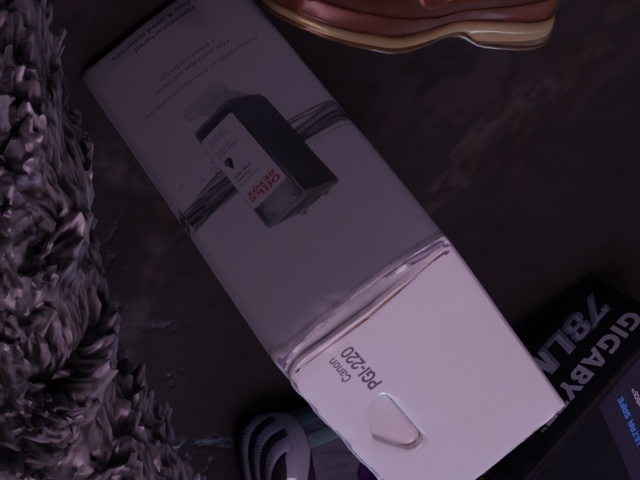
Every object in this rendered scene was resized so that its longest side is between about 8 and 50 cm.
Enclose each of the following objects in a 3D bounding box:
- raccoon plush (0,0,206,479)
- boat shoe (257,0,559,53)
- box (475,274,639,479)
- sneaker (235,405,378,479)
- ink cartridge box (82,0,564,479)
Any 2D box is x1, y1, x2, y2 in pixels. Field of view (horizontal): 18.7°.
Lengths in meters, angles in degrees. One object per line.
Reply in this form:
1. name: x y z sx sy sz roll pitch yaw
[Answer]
1. raccoon plush: -0.093 -0.002 0.771 0.299 0.216 0.446 26 119 -27
2. boat shoe: 0.047 -0.128 0.926 0.178 0.064 0.060 -5 126 -38
3. box: 0.133 0.216 1.235 0.293 0.073 0.295 -46 141 -16
4. sneaker: 0.010 0.183 1.180 0.098 0.083 0.223 -22 137 -21
5. ink cartridge box: 0.000 0.000 0.894 0.092 0.218 0.158 -37 139 2
